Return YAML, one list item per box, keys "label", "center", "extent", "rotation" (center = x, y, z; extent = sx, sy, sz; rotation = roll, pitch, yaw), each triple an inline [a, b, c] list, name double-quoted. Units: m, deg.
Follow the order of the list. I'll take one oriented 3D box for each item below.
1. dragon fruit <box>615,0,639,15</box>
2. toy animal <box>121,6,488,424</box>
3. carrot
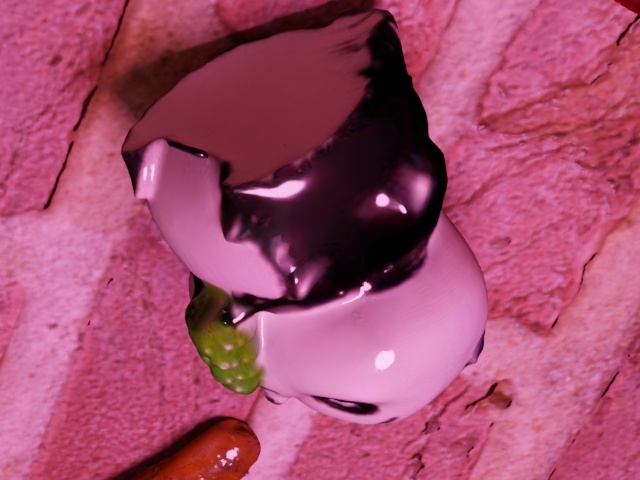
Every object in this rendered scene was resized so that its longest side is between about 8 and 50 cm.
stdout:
- label: "dragon fruit"
  center: [0.277, -0.180, 1.150]
  extent: [0.262, 0.163, 0.189]
  rotation: [17, 154, -13]
- label: "toy animal"
  center: [-0.006, 0.006, 1.232]
  extent: [0.212, 0.212, 0.267]
  rotation: [-13, 122, 6]
- label: "carrot"
  center: [-0.122, 0.203, 1.475]
  extent: [0.186, 0.060, 0.060]
  rotation: [-36, 123, 16]
